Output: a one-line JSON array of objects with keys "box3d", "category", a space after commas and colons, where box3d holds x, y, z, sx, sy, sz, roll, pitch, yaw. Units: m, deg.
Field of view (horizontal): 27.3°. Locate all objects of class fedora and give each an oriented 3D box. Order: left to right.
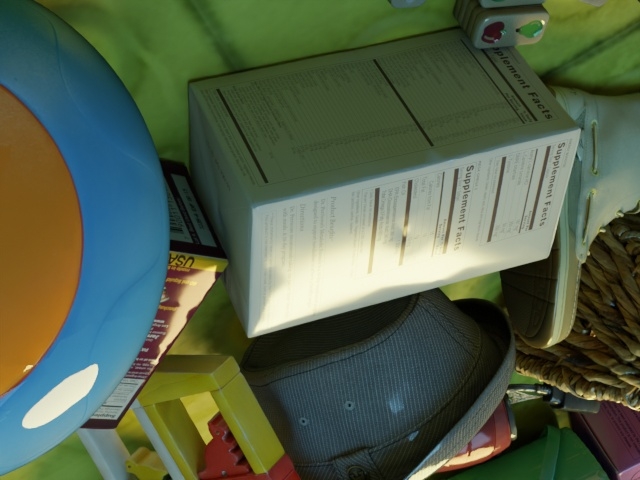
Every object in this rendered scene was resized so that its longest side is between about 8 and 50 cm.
[{"box3d": [0.024, 0.110, 1.100, 0.275, 0.244, 0.124, -22, 116, 42], "category": "fedora"}]

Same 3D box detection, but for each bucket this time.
[{"box3d": [0.245, 0.346, 1.423, 0.183, 0.281, 0.281, -28, 142, -2], "category": "bucket"}]

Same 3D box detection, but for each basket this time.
[{"box3d": [0.342, 0.106, 1.247, 0.299, 0.213, 0.223, 7, 130, -36], "category": "basket"}]

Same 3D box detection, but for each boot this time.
[{"box3d": [0.232, -0.022, 1.088, 0.165, 0.077, 0.213, -4, 98, -32], "category": "boot"}]

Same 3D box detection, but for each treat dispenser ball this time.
[{"box3d": [-0.227, -0.006, 0.721, 0.288, 0.288, 0.288, -16, 141, -14], "category": "treat dispenser ball"}]

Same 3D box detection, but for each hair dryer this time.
[{"box3d": [0.115, 0.199, 1.273, 0.293, 0.080, 0.223, 5, 150, -37], "category": "hair dryer"}]

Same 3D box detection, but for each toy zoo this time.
[{"box3d": [-0.096, 0.200, 1.071, 0.192, 0.293, 0.030, -16, -163, 41], "category": "toy zoo"}]

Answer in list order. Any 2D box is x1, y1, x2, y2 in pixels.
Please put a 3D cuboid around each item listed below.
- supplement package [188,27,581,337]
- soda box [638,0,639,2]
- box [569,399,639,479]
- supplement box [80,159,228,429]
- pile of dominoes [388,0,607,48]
[{"box3d": [0.041, -0.048, 0.953, 0.244, 0.139, 0.134, -13, 138, -17], "category": "supplement package"}, {"box3d": [0.310, -0.179, 1.035, 0.169, 0.053, 0.060, 21, 122, -44], "category": "soda box"}, {"box3d": [0.420, 0.216, 1.496, 0.243, 0.117, 0.213, -25, 142, -4], "category": "box"}, {"box3d": [-0.157, 0.040, 0.963, 0.081, 0.104, 0.188, 10, 129, -37], "category": "supplement box"}, {"box3d": [0.161, -0.243, 0.884, 0.196, 0.040, 0.251, -8, 139, -23], "category": "pile of dominoes"}]
